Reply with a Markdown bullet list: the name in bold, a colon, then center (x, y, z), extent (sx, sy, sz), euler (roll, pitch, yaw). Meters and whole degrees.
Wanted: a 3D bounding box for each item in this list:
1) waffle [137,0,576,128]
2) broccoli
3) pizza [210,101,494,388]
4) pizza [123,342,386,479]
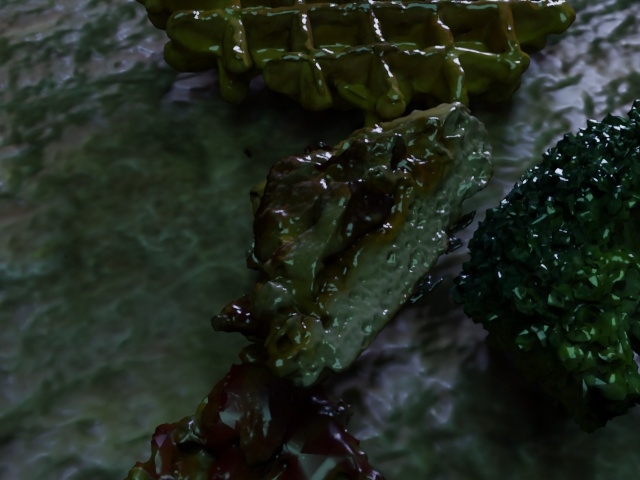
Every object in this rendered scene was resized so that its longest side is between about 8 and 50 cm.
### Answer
- **waffle**: center (0.039, -0.174, 0.756), extent (0.260, 0.069, 0.293), euler (26, 55, 16)
- **broccoli**: center (0.170, 0.029, 0.547), extent (0.194, 0.194, 0.220), euler (38, 38, 26)
- **pizza**: center (0.000, -0.002, 0.557), extent (0.154, 0.069, 0.194), euler (-18, 25, 24)
- **pizza**: center (-0.037, 0.118, 0.529), extent (0.201, 0.053, 0.193), euler (-4, 52, -2)
